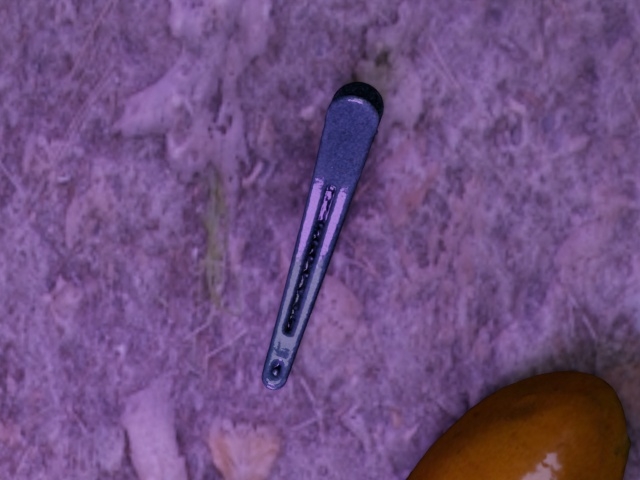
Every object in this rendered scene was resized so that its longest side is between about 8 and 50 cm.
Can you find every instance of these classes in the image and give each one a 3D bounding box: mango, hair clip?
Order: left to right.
[{"bbox_3d":[0.000,0.000,1.251,0.039,0.070,0.229,15,105,1],"label":"hair clip"},{"bbox_3d":[0.136,0.192,1.226,0.147,0.109,0.227,44,100,25],"label":"mango"}]
